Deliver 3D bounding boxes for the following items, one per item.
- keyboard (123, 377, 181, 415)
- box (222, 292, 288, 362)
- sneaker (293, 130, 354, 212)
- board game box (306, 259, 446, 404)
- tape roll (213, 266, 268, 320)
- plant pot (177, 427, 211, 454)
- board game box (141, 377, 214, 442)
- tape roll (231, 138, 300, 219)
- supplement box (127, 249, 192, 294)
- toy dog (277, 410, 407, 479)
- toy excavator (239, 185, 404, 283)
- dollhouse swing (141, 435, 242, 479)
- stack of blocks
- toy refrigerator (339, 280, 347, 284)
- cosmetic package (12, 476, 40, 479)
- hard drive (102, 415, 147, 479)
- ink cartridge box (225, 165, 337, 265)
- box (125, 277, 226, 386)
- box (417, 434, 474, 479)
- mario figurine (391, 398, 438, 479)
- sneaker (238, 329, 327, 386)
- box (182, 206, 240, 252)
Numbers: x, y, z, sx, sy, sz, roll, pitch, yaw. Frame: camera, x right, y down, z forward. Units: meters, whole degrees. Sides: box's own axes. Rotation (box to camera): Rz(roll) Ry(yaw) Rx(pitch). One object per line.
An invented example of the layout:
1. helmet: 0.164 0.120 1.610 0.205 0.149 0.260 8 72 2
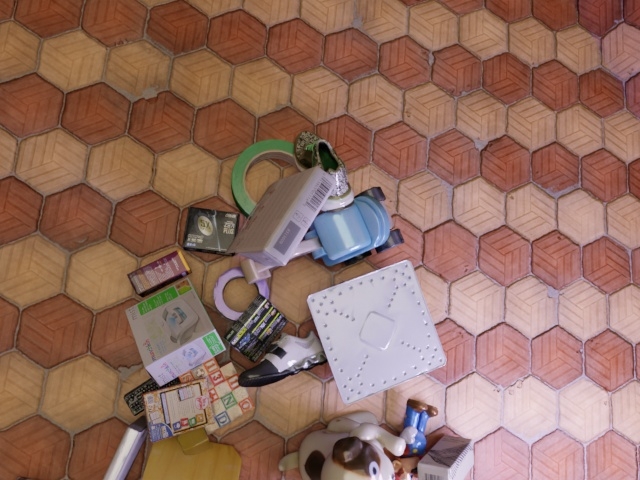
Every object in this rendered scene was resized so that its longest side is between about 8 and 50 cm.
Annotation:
1. keyboard: -0.547 0.510 1.655 0.180 0.023 0.108 -32 87 -14
2. box: -0.214 0.299 1.681 0.045 0.184 0.190 27 72 39
3. sneaker: 0.013 -0.283 1.685 0.158 0.182 0.410 -14 46 -13
4. board game box: 0.193 0.310 1.723 0.390 0.050 0.389 -19 88 -9
5. tape roll: -0.277 0.188 1.735 0.189 0.080 0.188 2 80 -10
6. plant pot: -0.409 0.639 1.597 0.083 0.081 0.081 -24 55 -23
7. board game box: -0.439 0.521 1.542 0.194 0.045 0.146 -8 80 -28
8. tape roll: -0.166 -0.209 1.832 0.322 0.077 0.320 2 80 -10
9. supplement box: -0.541 0.112 1.688 0.188 0.104 0.080 -27 85 -14
10. toy dog: 0.084 0.687 1.538 0.396 0.408 0.284 12 77 -8
11. toy excavator: 0.000 0.000 1.697 0.445 0.433 0.222 -13 80 -54
12. dollhouse swing: -0.437 0.860 1.591 0.347 0.305 0.315 13 119 -8
13. stack of blocks: -0.364 0.464 1.663 0.171 0.087 0.297 -28 85 -14
14. toy refrigerator: 0.192 0.235 1.805 0.270 0.094 0.102 18 76 -7
15. cosmetic package: -0.878 0.823 1.468 0.152 0.151 0.183 15 78 -8
16. hard drive: -0.617 0.719 1.493 0.047 0.233 0.352 24 76 -4
17. ink cartridge box: -0.140 -0.064 1.585 0.091 0.385 0.308 37 71 -20
18. box: -0.467 0.287 1.596 0.231 0.126 0.262 -27 47 -14
19. box: 0.421 0.743 1.656 0.113 0.275 0.094 -3 88 30
20. mario figurine: 0.338 0.723 1.704 0.198 0.170 0.320 20 75 -8
21. sneaker: -0.142 0.396 1.695 0.331 0.122 0.146 -11 66 -33
22. box: -0.383 -0.030 1.757 0.180 0.077 0.147 9 78 -9
